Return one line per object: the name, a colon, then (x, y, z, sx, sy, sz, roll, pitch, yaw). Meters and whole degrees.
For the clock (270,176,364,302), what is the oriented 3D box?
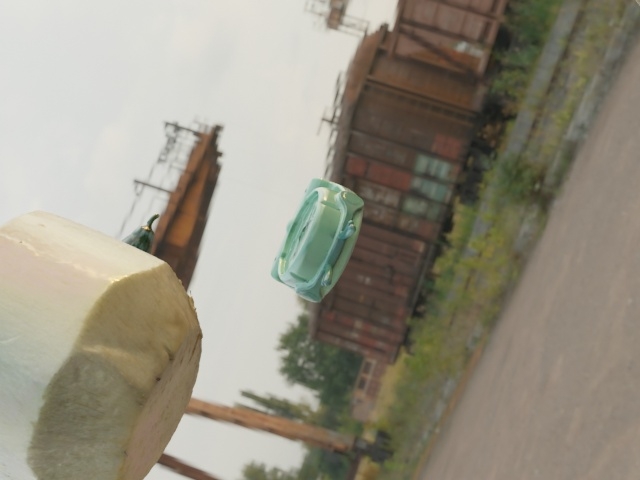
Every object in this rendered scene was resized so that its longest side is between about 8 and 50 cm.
clock: (0.000, 0.000, 1.359, 0.159, 0.066, 0.211, -67, 13, 1)

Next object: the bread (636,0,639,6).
bread: (0.200, -0.226, 0.663, 0.184, 0.211, 0.224, -1, -75, -54)

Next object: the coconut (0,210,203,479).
coconut: (-0.219, 0.089, 0.826, 0.241, 0.241, 0.241, 18, -90, -84)

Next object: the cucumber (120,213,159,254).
cucumber: (-0.308, 0.064, 1.495, 0.250, 0.056, 0.056, -51, -6, 0)
